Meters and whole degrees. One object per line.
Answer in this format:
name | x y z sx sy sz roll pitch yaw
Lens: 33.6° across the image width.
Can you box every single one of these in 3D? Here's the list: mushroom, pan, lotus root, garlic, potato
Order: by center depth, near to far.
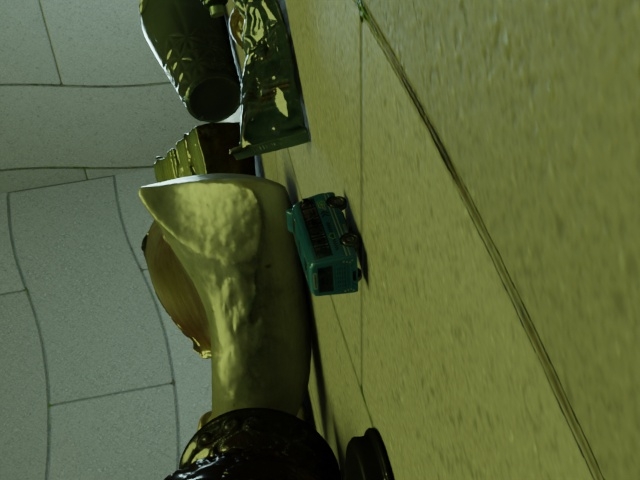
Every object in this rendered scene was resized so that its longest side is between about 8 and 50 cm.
pan | 0.047 0.266 0.876 0.136 0.028 0.235 -113 15 -66
potato | -0.081 -0.238 1.185 0.047 0.045 0.092 -60 21 14
mushroom | -0.093 0.113 1.281 0.126 0.177 0.397 -39 -57 -65
garlic | -0.139 0.055 1.451 0.237 0.210 0.292 -99 -8 -73
lotus root | -0.158 -0.044 1.763 0.267 0.149 0.260 -24 79 65

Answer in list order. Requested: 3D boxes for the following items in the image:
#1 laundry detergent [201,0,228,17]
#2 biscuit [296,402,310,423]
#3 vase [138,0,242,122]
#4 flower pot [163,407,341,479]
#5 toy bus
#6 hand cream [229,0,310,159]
laundry detergent | -0.179 -0.456 1.652 0.137 0.062 0.211 146 114 -76
biscuit | -0.065 0.247 1.597 0.281 0.084 0.179 -122 22 -75
vase | -0.218 -0.327 1.904 0.301 0.156 0.251 -115 0 -46
flower pot | -0.076 0.319 1.115 0.267 0.266 0.267 -87 -11 -73
toy bus | 0.004 0.002 0.790 0.083 0.045 0.038 -109 11 -49
hand cream | -0.064 -0.201 1.007 0.075 0.052 0.248 -23 68 45
